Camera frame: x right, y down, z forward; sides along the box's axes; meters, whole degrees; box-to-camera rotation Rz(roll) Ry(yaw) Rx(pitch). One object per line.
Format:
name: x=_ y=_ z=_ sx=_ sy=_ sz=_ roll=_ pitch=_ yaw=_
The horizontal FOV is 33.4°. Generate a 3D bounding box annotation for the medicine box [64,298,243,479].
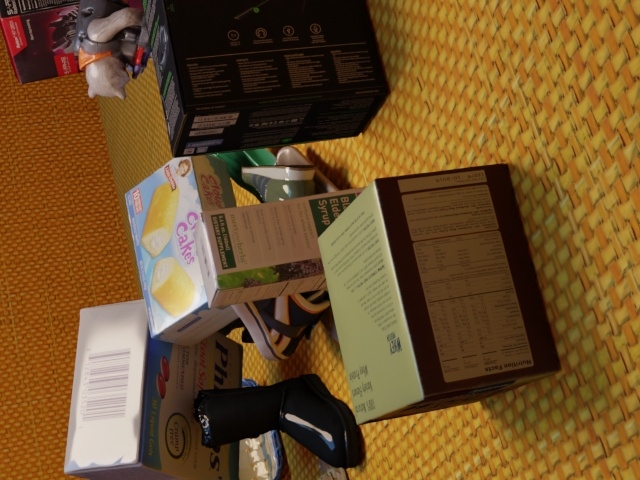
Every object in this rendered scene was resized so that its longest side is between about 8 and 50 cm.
medicine box: x=-0.259 y=0.264 z=1.727 sx=0.289 sy=0.149 sz=0.263 roll=37 pitch=-132 yaw=-56

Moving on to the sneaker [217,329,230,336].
sneaker: x=-0.182 y=0.109 z=2.032 sx=0.131 sy=0.112 sz=0.319 roll=-53 pitch=6 yaw=9

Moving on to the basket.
basket: x=-0.177 y=0.373 z=1.978 sx=0.289 sy=0.201 sz=0.254 roll=91 pitch=164 yaw=-59

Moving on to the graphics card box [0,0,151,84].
graphics card box: x=-0.460 y=-0.449 z=2.176 sx=0.232 sy=0.371 sz=0.094 roll=102 pitch=151 yaw=-63

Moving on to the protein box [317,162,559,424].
protein box: x=0.105 y=0.058 z=1.032 sx=0.200 sy=0.136 sz=0.201 roll=133 pitch=127 yaw=-68

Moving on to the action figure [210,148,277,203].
action figure: x=-0.145 y=-0.156 z=1.714 sx=0.232 sy=0.063 sz=0.137 roll=42 pitch=143 yaw=21

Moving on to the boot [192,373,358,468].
boot: x=-0.073 y=0.281 z=1.592 sx=0.246 sy=0.207 sz=0.094 roll=-138 pitch=43 yaw=-63

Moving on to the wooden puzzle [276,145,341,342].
wooden puzzle: x=0.000 y=0.000 z=1.515 sx=0.239 sy=0.044 sz=0.220 roll=-138 pitch=42 yaw=-57

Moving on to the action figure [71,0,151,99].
action figure: x=-0.376 y=-0.401 z=1.884 sx=0.341 sy=0.179 sz=0.330 roll=139 pitch=130 yaw=-72

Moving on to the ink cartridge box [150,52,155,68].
ink cartridge box: x=-0.259 y=-0.362 z=1.918 sx=0.303 sy=0.072 sz=0.307 roll=101 pitch=159 yaw=-53

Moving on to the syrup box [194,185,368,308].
syrup box: x=-0.020 y=0.006 z=1.234 sx=0.096 sy=0.237 sz=0.093 roll=122 pitch=137 yaw=-69

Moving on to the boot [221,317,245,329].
boot: x=-0.105 y=0.040 z=1.784 sx=0.076 sy=0.190 sz=0.208 roll=59 pitch=-147 yaw=-46

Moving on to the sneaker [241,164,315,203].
sneaker: x=-0.061 y=-0.062 z=1.489 sx=0.192 sy=0.064 sz=0.086 roll=-171 pitch=78 yaw=-64

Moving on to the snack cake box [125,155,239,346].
snack cake box: x=-0.199 y=0.010 z=1.634 sx=0.152 sy=0.089 sz=0.264 roll=-34 pitch=56 yaw=29

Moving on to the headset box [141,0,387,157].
headset box: x=-0.080 y=-0.264 z=1.287 sx=0.131 sy=0.246 sz=0.283 roll=129 pitch=130 yaw=-67

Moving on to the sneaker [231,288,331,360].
sneaker: x=-0.042 y=0.078 z=1.450 sx=0.321 sy=0.128 sz=0.126 roll=67 pitch=-170 yaw=-68

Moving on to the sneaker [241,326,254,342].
sneaker: x=-0.123 y=0.088 z=1.855 sx=0.232 sy=0.091 sz=0.081 roll=-118 pitch=26 yaw=-47

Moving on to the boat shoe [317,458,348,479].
boat shoe: x=0.018 y=0.372 z=1.614 sx=0.135 sy=0.045 sz=0.050 roll=-126 pitch=32 yaw=-56
